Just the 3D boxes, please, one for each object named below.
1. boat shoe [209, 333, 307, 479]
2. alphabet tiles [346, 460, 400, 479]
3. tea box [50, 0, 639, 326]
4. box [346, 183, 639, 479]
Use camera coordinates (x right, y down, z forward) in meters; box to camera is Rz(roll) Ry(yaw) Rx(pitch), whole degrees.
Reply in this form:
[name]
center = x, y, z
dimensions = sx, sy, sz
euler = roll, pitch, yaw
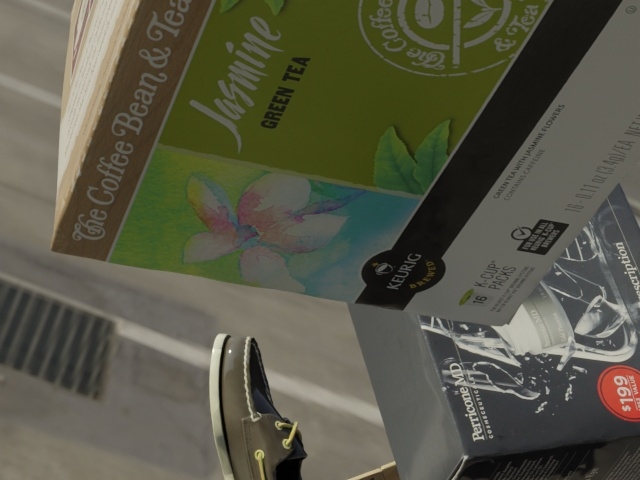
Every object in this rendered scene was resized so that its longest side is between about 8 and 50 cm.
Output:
[boat shoe]
center = -0.042, 0.184, 1.238
dimensions = 0.068, 0.228, 0.081
euler = -11, -9, 15
[alphabet tiles]
center = 0.149, 0.427, 2.127
dimensions = 0.285, 0.343, 0.011
euler = -20, 36, -4
[tea box]
center = 0.028, -0.140, 0.923
dimensions = 0.323, 0.329, 0.220
euler = 10, 51, -16
[box]
center = 0.226, 0.119, 1.701
dimensions = 0.312, 0.179, 0.343
euler = -5, 56, -19
